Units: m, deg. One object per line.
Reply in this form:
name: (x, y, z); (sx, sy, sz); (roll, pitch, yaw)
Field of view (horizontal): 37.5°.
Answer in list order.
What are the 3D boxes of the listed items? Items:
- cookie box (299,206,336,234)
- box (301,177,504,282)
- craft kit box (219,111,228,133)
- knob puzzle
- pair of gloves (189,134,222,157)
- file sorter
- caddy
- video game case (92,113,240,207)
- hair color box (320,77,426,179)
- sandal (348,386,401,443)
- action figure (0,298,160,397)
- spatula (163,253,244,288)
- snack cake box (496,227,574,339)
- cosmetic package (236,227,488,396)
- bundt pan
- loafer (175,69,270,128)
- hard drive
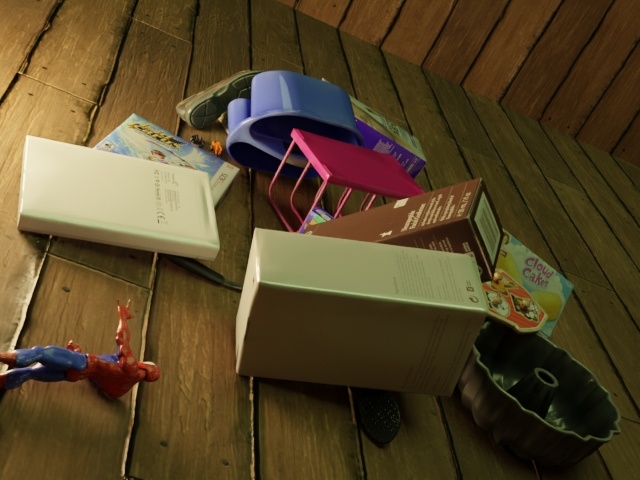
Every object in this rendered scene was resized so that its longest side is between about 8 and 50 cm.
cookie box: (0.000, 0.000, 1.987); (0.092, 0.107, 0.040); (38, 29, 19)
box: (0.136, 0.020, 1.774); (0.143, 0.382, 0.191); (65, 25, -18)
craft kit box: (-0.140, -0.295, 2.452); (0.250, 0.061, 0.246); (10, 29, -35)
knob puzzle: (0.398, 0.118, 1.953); (0.213, 0.030, 0.213); (26, 32, -18)
pair of gloves: (-0.271, -0.223, 2.235); (0.083, 0.010, 0.074); (18, 29, -17)
file sorter: (0.057, -0.099, 2.140); (0.291, 0.182, 0.202); (11, 30, -35)
caddy: (-0.061, -0.251, 2.218); (0.341, 0.241, 0.179); (10, 58, -34)
video game case: (-0.325, -0.151, 1.986); (0.270, 0.061, 0.244); (27, 25, -3)
hair color box: (0.121, -0.296, 2.607); (0.339, 0.110, 0.185); (29, 22, -17)
sandal: (0.090, 0.274, 1.629); (0.179, 0.067, 0.040); (60, -1, 40)
action figure: (-0.364, 0.151, 1.348); (0.280, 0.091, 0.139); (13, 39, -30)
spatula: (-0.159, 0.078, 1.768); (0.297, 0.030, 0.084); (22, 29, -16)
snack cake box: (0.426, 0.094, 2.107); (0.264, 0.152, 0.089); (35, -13, -24)
cosmetic package: (0.059, 0.124, 1.586); (0.385, 0.217, 0.156); (10, 37, -10)
bundt pan: (0.402, 0.306, 1.816); (0.331, 0.124, 0.331); (24, 26, -12)
loafer: (-0.237, -0.368, 2.347); (0.268, 0.096, 0.084); (-30, 43, -27)
hard drive: (-0.371, -0.077, 1.745); (0.353, 0.047, 0.233); (11, 38, -22)
